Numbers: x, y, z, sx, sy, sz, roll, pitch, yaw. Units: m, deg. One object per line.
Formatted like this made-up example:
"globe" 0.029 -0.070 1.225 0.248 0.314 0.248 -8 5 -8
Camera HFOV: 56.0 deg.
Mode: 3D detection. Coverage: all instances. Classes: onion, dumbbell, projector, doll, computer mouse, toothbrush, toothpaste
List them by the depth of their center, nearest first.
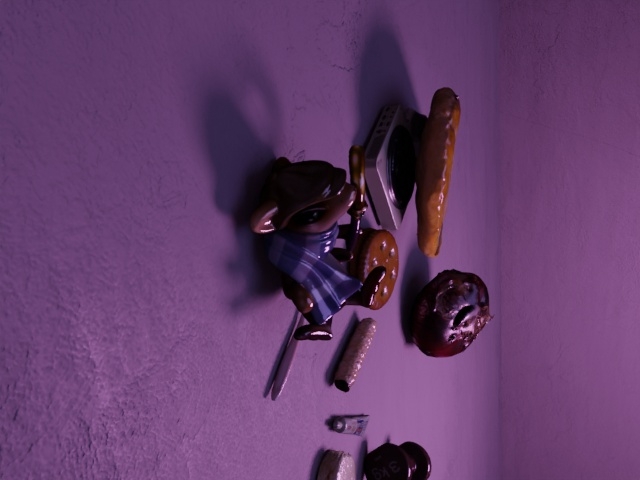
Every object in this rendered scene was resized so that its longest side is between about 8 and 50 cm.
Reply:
"doll" 0.004 0.001 1.176 0.318 0.209 0.339 -56 137 -49
"toothbrush" -0.048 0.201 1.295 0.029 0.025 0.307 68 36 -52
"toothpaste" 0.082 0.479 1.559 0.233 0.038 0.060 35 66 -61
"projector" 0.206 -0.201 1.666 0.257 0.079 0.259 -67 146 -36
"dumbbell" 0.225 0.652 1.735 0.225 0.140 0.124 28 30 -59
"computer mouse" 0.271 -0.342 1.798 0.182 0.056 0.089 3 93 -62
"onion" 0.407 0.236 1.964 0.314 0.232 0.313 -23 125 -37

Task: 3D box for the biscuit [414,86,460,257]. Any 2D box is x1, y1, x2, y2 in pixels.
"biscuit" 0.326 -0.206 1.718 0.446 0.104 0.429 75 26 -62

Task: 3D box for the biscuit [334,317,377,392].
"biscuit" 0.089 0.287 1.528 0.219 0.055 0.061 -59 177 -39

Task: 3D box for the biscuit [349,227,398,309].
"biscuit" 0.141 0.074 1.594 0.220 0.066 0.220 -12 104 -58

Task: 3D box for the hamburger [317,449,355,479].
"hamburger" 0.043 0.579 1.467 0.140 0.063 0.133 56 44 -46
